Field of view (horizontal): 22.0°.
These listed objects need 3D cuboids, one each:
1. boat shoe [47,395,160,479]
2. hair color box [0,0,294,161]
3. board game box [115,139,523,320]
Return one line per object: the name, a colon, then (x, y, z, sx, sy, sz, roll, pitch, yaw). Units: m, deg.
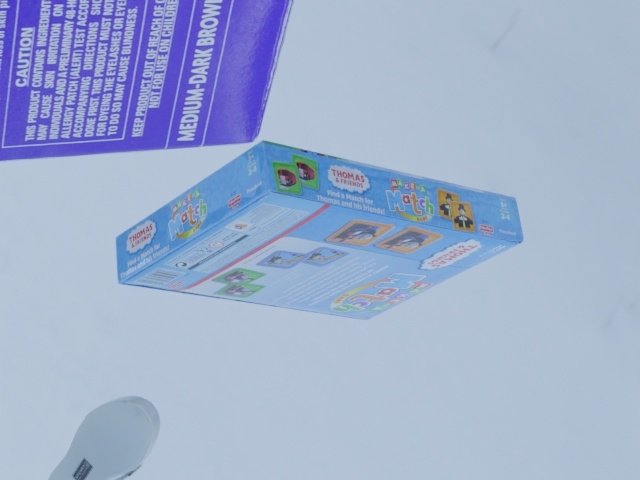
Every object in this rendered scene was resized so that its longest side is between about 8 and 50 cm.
boat shoe: (-0.228, 0.225, 1.797, 0.078, 0.219, 0.070, 49, 42, 5)
hair color box: (-0.197, -0.117, 0.588, 0.339, 0.110, 0.185, -4, 45, -24)
board game box: (0.000, 0.000, 1.062, 0.211, 0.160, 0.039, 12, 61, -39)
